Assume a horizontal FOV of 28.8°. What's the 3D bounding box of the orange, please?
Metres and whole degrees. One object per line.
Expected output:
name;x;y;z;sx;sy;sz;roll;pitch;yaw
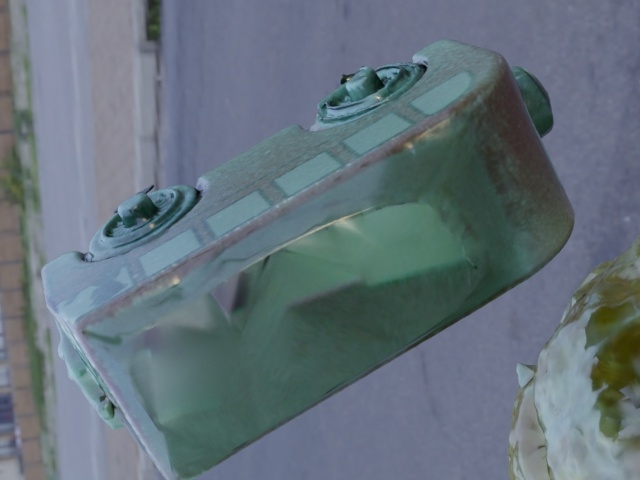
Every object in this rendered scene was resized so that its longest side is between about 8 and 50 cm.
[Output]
orange;0.259;0.093;0.756;0.369;0.210;0.271;-42;49;20

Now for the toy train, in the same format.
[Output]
toy train;0.000;0.000;0.705;0.129;0.326;0.159;63;174;-24
